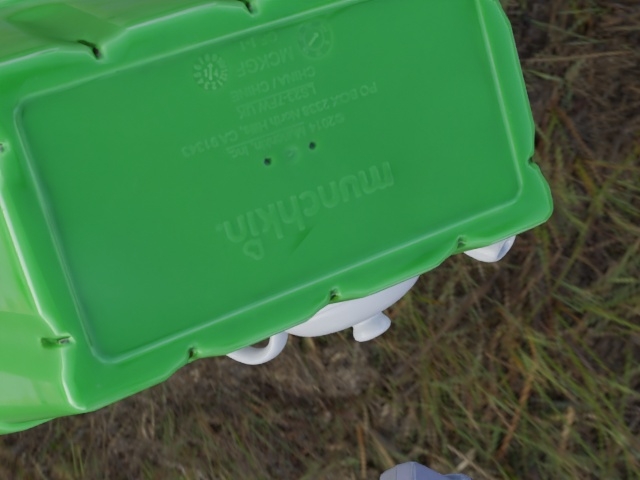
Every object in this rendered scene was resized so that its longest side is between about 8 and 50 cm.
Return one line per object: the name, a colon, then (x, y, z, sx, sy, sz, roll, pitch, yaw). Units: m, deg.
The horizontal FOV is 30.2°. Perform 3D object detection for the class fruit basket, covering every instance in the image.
fruit basket: (-0.094, -0.074, 0.739, 0.392, 0.392, 0.283, -18, 102, -10)

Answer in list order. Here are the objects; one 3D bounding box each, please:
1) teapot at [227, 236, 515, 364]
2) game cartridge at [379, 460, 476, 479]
teapot: (0.000, 0.000, 1.011, 0.252, 0.256, 0.187, -26, 92, -6)
game cartridge: (0.191, 0.359, 1.084, 0.355, 0.068, 0.230, 30, 51, -31)
